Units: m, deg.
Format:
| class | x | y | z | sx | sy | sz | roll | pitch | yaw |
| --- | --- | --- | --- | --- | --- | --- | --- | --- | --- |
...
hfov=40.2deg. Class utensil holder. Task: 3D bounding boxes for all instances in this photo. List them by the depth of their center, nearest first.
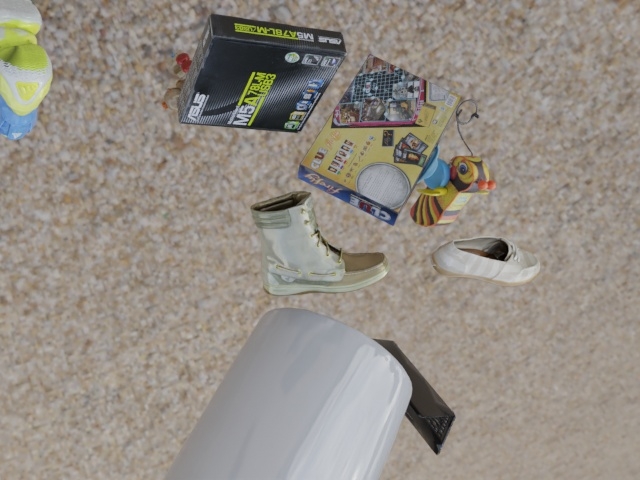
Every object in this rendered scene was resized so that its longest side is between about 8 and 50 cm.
| class | x | y | z | sx | sy | sz | roll | pitch | yaw |
| --- | --- | --- | --- | --- | --- | --- | --- | --- | --- |
| utensil holder | -0.055 | 0.354 | 1.451 | 0.328 | 0.327 | 0.386 | 91 | 25 | -56 |

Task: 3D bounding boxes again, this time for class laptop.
| class | x | y | z | sx | sy | sz | roll | pitch | yaw |
| --- | --- | --- | --- | --- | --- | --- | --- | --- | --- |
| laptop | 0.178 | 0.354 | 1.966 | 0.136 | 0.234 | 0.264 | -21 | 144 | -27 |

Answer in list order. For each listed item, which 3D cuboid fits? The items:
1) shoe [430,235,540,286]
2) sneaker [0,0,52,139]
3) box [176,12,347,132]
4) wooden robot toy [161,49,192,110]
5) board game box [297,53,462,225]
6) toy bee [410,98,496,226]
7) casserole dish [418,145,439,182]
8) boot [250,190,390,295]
| class | x | y | z | sx | sy | sz | roll | pitch | yaw |
| --- | --- | --- | --- | --- | --- | --- | --- | --- | --- |
| shoe | 0.287 | 0.031 | 1.454 | 0.219 | 0.077 | 0.058 | 3 | 134 | -29 |
| sneaker | -0.384 | -0.208 | 1.044 | 0.091 | 0.240 | 0.126 | 4 | 127 | -29 |
| box | -0.084 | -0.219 | 1.181 | 0.184 | 0.045 | 0.191 | 0 | 152 | -24 |
| wooden robot toy | -0.217 | -0.237 | 1.337 | 0.079 | 0.173 | 0.076 | -36 | 134 | -2 |
| board game box | 0.093 | -0.159 | 1.335 | 0.243 | 0.165 | 0.042 | -59 | 172 | -27 |
| toy bee | 0.301 | -0.130 | 1.931 | 0.195 | 0.162 | 0.298 | -20 | 137 | -21 |
| casserole dish | 0.155 | -0.194 | 1.757 | 0.114 | 0.188 | 0.037 | -57 | 171 | 20 |
| boot | 0.000 | 0.000 | 1.414 | 0.213 | 0.077 | 0.165 | -6 | 115 | 5 |
